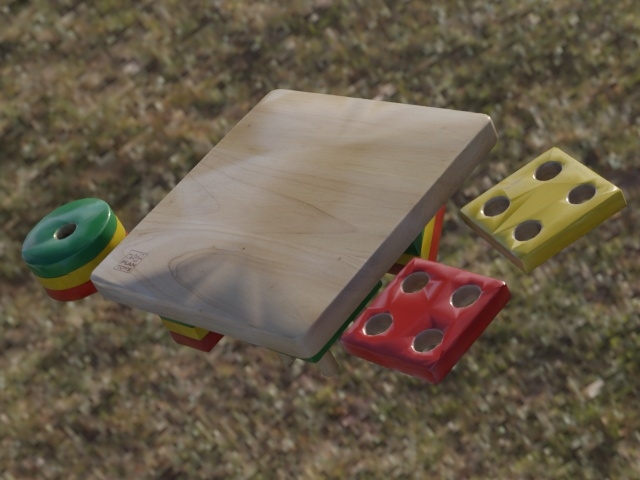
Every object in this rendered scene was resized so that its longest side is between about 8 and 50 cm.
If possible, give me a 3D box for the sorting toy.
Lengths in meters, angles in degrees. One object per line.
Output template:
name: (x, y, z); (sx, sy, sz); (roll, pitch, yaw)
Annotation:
sorting toy: (0.000, 0.000, 0.636); (0.274, 0.046, 0.132); (12, 51, 44)
